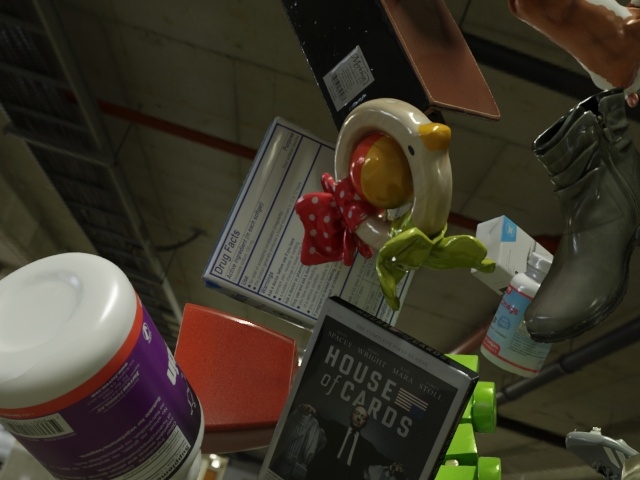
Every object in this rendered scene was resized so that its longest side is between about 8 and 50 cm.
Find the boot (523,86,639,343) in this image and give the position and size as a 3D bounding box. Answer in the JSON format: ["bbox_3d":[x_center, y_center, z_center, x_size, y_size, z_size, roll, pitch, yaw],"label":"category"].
[{"bbox_3d":[0.244,-0.032,0.664,0.161,0.246,0.083,54,-27,-16],"label":"boot"}]

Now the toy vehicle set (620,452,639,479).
[{"bbox_3d":[0.390,0.231,0.621,0.165,0.035,0.267,14,-19,17],"label":"toy vehicle set"}]

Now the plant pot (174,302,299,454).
[{"bbox_3d":[-0.172,0.310,1.447,0.235,0.267,0.267,4,-26,4],"label":"plant pot"}]

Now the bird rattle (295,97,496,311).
[{"bbox_3d":[0.072,-0.048,0.725,0.143,0.207,0.253,-8,26,-25],"label":"bird rattle"}]

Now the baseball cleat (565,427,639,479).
[{"bbox_3d":[0.454,0.356,1.001,0.205,0.109,0.072,17,-35,30],"label":"baseball cleat"}]

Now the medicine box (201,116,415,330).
[{"bbox_3d":[0.000,0.000,1.053,0.289,0.264,0.149,24,-12,-5],"label":"medicine box"}]

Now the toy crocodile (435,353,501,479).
[{"bbox_3d":[0.158,0.257,0.824,0.115,0.341,0.105,-3,-62,13],"label":"toy crocodile"}]

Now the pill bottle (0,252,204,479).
[{"bbox_3d":[-0.243,0.179,0.765,0.181,0.182,0.323,8,-42,23],"label":"pill bottle"}]

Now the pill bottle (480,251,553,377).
[{"bbox_3d":[0.293,0.102,0.948,0.087,0.160,0.087,21,10,-4],"label":"pill bottle"}]

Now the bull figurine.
[{"bbox_3d":[0.448,-0.348,1.073,0.310,0.101,0.188,27,-61,-18],"label":"bull figurine"}]

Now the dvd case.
[{"bbox_3d":[0.041,0.204,0.718,0.179,0.239,0.029,27,14,28],"label":"dvd case"}]

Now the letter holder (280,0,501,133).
[{"bbox_3d":[0.109,-0.272,1.013,0.214,0.302,0.152,-4,-24,-47],"label":"letter holder"}]

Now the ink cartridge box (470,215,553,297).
[{"bbox_3d":[0.344,0.049,1.177,0.180,0.104,0.060,33,-35,-27],"label":"ink cartridge box"}]
